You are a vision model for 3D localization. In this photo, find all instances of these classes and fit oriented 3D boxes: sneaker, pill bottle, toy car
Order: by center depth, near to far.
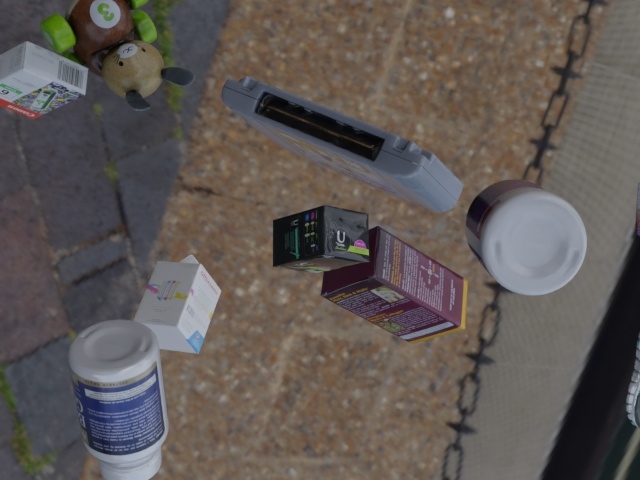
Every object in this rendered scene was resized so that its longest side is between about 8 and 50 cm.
[{"bbox_3d":[-0.212,0.177,1.168,0.094,0.094,0.169,-23,128,-30],"label":"pill bottle"},{"bbox_3d":[0.214,-0.010,1.185,0.108,0.193,0.108,0,99,0],"label":"pill bottle"},{"bbox_3d":[0.422,0.170,1.335,0.065,0.076,0.166,-30,130,-41],"label":"sneaker"},{"bbox_3d":[-0.272,-0.259,1.546,0.155,0.188,0.149,-36,152,-19],"label":"toy car"}]

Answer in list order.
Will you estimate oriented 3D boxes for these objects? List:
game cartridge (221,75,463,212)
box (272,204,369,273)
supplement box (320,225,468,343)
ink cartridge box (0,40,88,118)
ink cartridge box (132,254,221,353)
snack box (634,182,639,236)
[{"bbox_3d":[0.032,-0.121,1.424,0.062,0.297,0.198,-63,154,-6],"label":"game cartridge"},{"bbox_3d":[0.000,0.000,1.103,0.062,0.083,0.052,10,73,-40],"label":"box"},{"bbox_3d":[0.104,0.065,1.514,0.188,0.104,0.081,30,53,-34],"label":"supplement box"},{"bbox_3d":[-0.259,-0.130,0.935,0.063,0.115,0.029,21,63,-44],"label":"ink cartridge box"},{"bbox_3d":[-0.239,0.104,1.855,0.092,0.090,0.143,62,38,-50],"label":"ink cartridge box"},{"bbox_3d":[0.400,-0.052,1.087,0.178,0.022,0.064,-17,132,-7],"label":"snack box"}]
